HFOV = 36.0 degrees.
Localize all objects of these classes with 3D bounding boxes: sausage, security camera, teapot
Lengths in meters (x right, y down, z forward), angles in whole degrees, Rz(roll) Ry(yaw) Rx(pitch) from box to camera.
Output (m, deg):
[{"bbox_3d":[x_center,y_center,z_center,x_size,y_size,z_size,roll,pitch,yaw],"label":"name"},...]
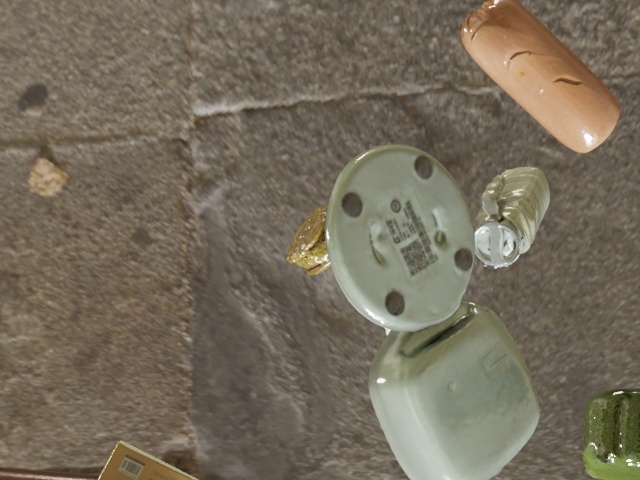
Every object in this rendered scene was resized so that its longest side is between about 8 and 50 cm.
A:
[{"bbox_3d":[0.362,-0.281,1.641,0.304,0.121,0.121,41,85,-12],"label":"sausage"},{"bbox_3d":[0.085,0.065,0.842,0.157,0.080,0.301,-30,101,-35],"label":"security camera"},{"bbox_3d":[0.265,-0.049,1.382,0.077,0.200,0.107,-5,113,25],"label":"teapot"}]

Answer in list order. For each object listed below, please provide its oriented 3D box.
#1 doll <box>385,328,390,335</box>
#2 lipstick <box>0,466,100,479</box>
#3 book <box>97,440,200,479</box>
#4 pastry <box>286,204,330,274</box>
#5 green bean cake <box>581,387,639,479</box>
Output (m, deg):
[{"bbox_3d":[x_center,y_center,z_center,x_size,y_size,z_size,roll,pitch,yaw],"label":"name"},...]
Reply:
[{"bbox_3d":[0.174,0.188,1.484,0.119,0.138,0.293,-50,36,32],"label":"doll"},{"bbox_3d":[-0.228,0.323,1.223,0.357,0.057,0.057,6,78,-2],"label":"lipstick"},{"bbox_3d":[-0.222,0.332,1.154,0.118,0.012,0.172,29,97,-6],"label":"book"},{"bbox_3d":[0.000,0.000,1.371,0.057,0.109,0.097,35,77,-13],"label":"pastry"},{"bbox_3d":[0.615,0.365,1.819,0.250,0.247,0.156,3,69,18],"label":"green bean cake"}]
